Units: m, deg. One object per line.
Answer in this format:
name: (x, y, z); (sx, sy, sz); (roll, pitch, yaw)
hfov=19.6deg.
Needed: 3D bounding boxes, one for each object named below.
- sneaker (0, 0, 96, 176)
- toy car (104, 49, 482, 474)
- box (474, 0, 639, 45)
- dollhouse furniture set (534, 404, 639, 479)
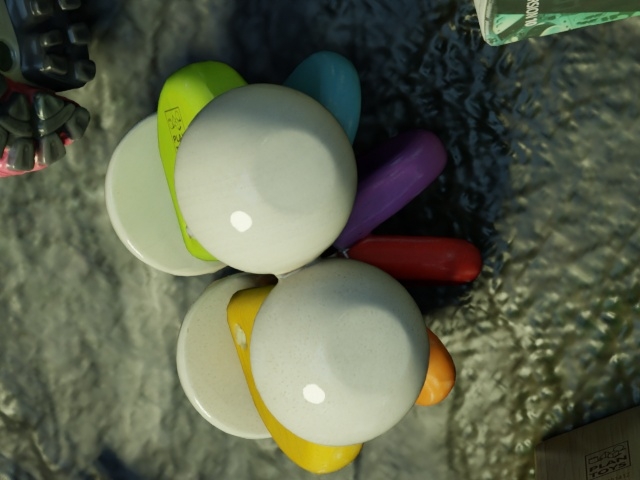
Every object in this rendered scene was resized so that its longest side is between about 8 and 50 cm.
sneaker: (-0.195, -0.168, 0.797); (0.112, 0.121, 0.299); (-8, 95, 35)
toy car: (0.000, 0.000, 0.792); (0.136, 0.159, 0.182); (-25, 97, -21)
box: (0.189, -0.214, 0.666); (0.322, 0.058, 0.232); (-12, 72, 2)
dollhouse furniture set: (0.180, 0.214, 0.818); (0.262, 0.135, 0.259); (-22, 108, 14)
